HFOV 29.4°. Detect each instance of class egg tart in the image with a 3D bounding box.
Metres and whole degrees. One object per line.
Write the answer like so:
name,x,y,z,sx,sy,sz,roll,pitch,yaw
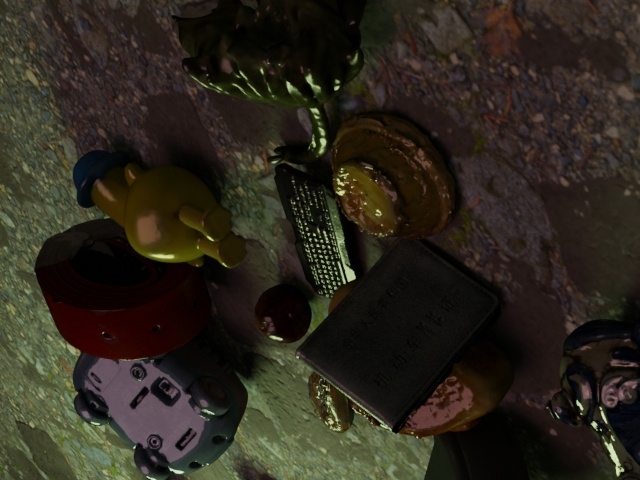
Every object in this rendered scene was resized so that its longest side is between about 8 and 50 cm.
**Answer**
egg tart,0.076,-0.066,1.481,0.191,0.074,0.191,32,147,24

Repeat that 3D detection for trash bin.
trash bin,0.211,0.349,1.677,0.236,0.101,0.177,98,159,-55

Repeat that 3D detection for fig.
fig,-0.062,0.106,1.833,0.089,0.089,0.125,55,170,-12

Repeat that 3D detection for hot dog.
hot dog,0.116,0.165,1.593,0.256,0.150,0.153,34,121,21

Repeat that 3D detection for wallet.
wallet,0.098,0.108,1.504,0.167,0.222,0.036,37,160,22

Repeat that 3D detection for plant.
plant,-0.011,-0.205,1.449,0.251,0.180,0.333,17,169,32

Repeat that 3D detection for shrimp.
shrimp,0.011,0.235,1.906,0.101,0.042,0.190,38,148,30

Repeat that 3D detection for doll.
doll,-0.251,-0.041,1.833,0.363,0.145,0.199,22,145,46

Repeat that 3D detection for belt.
belt,-0.327,0.070,1.956,0.323,0.227,0.115,17,134,37

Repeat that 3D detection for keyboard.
keyboard,0.000,0.000,1.662,0.106,0.016,0.262,25,148,32

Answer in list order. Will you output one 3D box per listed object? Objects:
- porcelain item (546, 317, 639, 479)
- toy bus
porcelain item,0.387,0.206,1.365,0.186,0.138,0.288,-23,103,38
toy bus,-0.256,0.243,2.072,0.294,0.232,0.197,41,111,3
